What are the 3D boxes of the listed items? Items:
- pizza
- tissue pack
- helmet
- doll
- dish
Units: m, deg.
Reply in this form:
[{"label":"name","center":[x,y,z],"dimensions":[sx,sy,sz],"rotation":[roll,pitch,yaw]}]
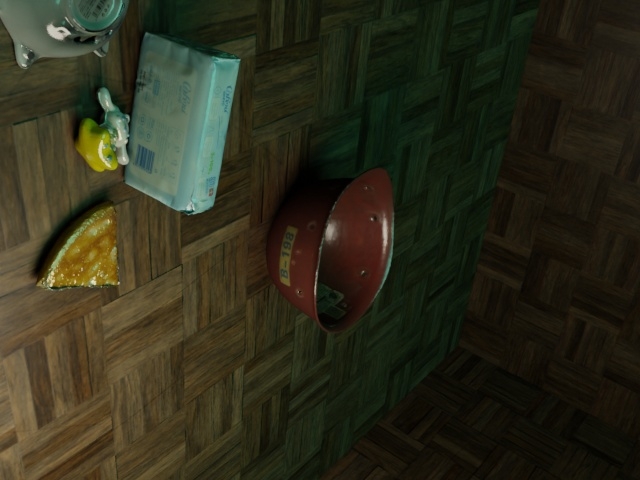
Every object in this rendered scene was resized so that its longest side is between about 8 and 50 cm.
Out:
[{"label":"pizza","center":[-0.393,0.022,1.269],"dimensions":[0.184,0.036,0.176],"rotation":[-61,152,-9]},{"label":"tissue pack","center":[-0.232,-0.195,1.208],"dimensions":[0.089,0.177,0.263],"rotation":[-14,124,-53]},{"label":"helmet","center":[0.000,0.000,1.678],"dimensions":[0.338,0.230,0.384],"rotation":[-16,117,-54]},{"label":"doll","center":[-0.345,-0.166,1.183],"dimensions":[0.135,0.072,0.113],"rotation":[66,38,-61]},{"label":"dish","center":[-0.335,-0.336,1.027],"dimensions":[0.236,0.086,0.228],"rotation":[-45,146,-28]}]
